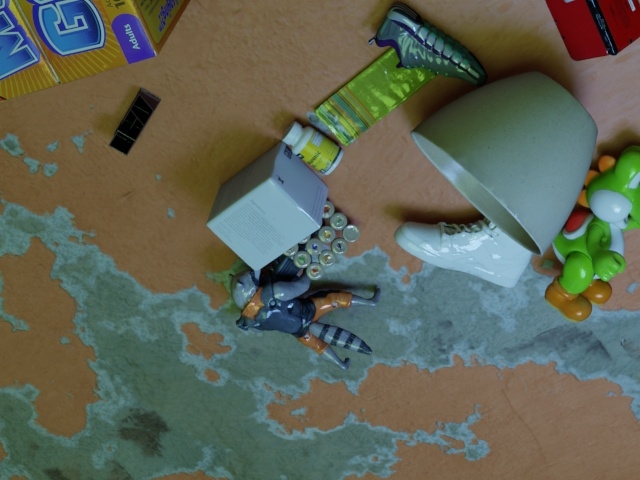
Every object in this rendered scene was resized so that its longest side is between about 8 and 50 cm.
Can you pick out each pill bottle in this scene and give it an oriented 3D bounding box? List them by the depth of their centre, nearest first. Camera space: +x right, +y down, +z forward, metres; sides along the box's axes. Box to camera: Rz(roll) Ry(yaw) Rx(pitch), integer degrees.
[{"bbox_3d":[-0.017,-0.187,1.982,0.116,0.065,0.065,34,122,-14],"label":"pill bottle"}]

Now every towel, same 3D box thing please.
[{"bbox_3d":[0.104,-0.283,1.927,0.237,0.021,0.102,-36,114,27],"label":"towel"}]

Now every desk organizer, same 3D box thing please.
[{"bbox_3d":[-0.375,-0.237,2.003,0.047,0.050,0.130,30,123,-13],"label":"desk organizer"}]

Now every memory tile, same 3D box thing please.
[{"bbox_3d":[0.000,0.000,2.073,0.113,0.012,0.148,44,86,-10],"label":"memory tile"}]

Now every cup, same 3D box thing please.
[{"bbox_3d":[0.364,-0.168,1.825,0.237,0.331,0.331,-46,111,1],"label":"cup"}]

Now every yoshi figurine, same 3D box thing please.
[{"bbox_3d":[0.596,-0.004,1.963,0.203,0.203,0.362,6,124,-16],"label":"yoshi figurine"}]

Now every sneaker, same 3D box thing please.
[{"bbox_3d":[0.200,-0.339,1.840,0.224,0.083,0.098,36,118,-5],"label":"sneaker"},{"bbox_3d":[0.310,-0.022,2.035,0.292,0.108,0.169,16,124,-16],"label":"sneaker"}]

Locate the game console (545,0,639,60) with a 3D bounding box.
[{"bbox_3d":[0.498,-0.409,1.792,0.124,0.085,0.144,-37,117,-7],"label":"game console"}]

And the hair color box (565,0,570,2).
[{"bbox_3d":[0.382,-0.577,1.584,0.374,0.113,0.185,47,151,-23],"label":"hair color box"}]

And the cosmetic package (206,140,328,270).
[{"bbox_3d":[-0.105,-0.070,2.021,0.184,0.151,0.151,-33,115,27],"label":"cosmetic package"}]

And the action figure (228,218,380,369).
[{"bbox_3d":[-0.034,0.121,2.130,0.330,0.178,0.341,18,120,-16],"label":"action figure"}]

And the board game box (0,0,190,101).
[{"bbox_3d":[-0.455,-0.487,1.656,0.356,0.356,0.356,-13,121,16],"label":"board game box"}]
